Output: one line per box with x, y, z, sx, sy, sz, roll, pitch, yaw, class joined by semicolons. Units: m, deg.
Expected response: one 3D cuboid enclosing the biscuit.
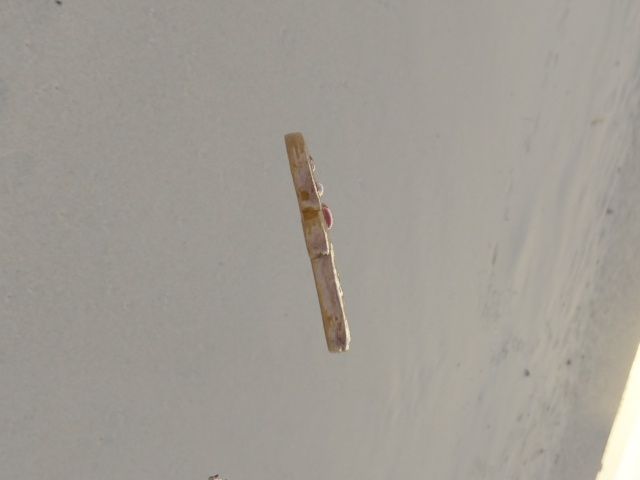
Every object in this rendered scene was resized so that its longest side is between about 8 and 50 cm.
0.001;0.000;0.743;0.165;0.036;0.250;-107;-175;-82;biscuit

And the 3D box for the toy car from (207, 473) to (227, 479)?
-0.144;0.300;0.657;0.143;0.054;0.073;-36;148;-6;toy car
